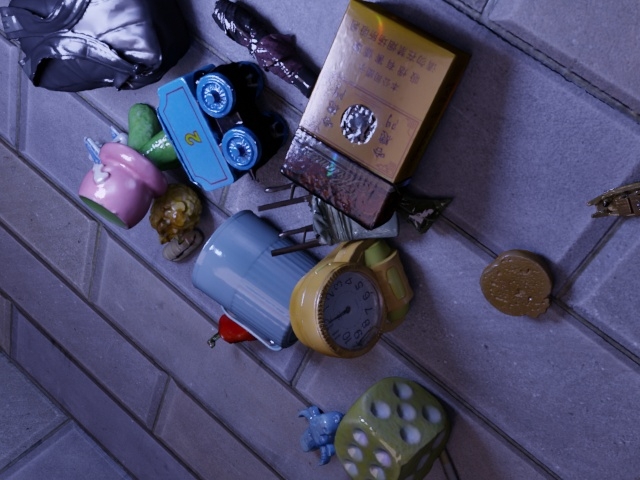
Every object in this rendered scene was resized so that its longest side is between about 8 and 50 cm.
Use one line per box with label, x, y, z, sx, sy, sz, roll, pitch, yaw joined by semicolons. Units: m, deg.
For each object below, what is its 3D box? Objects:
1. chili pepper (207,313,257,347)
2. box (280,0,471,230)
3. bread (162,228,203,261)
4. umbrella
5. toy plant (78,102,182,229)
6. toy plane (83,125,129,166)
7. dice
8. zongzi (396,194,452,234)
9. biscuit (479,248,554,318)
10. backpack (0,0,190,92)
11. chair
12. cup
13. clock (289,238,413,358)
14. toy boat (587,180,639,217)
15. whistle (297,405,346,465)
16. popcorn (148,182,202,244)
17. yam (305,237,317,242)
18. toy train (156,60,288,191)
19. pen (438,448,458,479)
chili pepper;-0.208;0.251;2.209;0.387;0.110;0.110;-19;103;39
box;0.107;-0.259;1.544;0.264;0.116;0.415;34;116;17
bread;-0.440;0.022;2.288;0.214;0.053;0.073;-29;100;45
umbrella;-0.126;-0.450;1.709;0.326;0.094;0.090;43;149;10
toy plant;-0.482;-0.204;2.006;0.317;0.356;0.211;20;152;32
toy plane;-0.626;-0.229;2.236;0.267;0.122;0.267;23;131;29
dice;0.190;0.526;1.944;0.227;0.233;0.238;36;132;27
zongzi;0.232;-0.089;1.673;0.109;0.055;0.119;45;124;14
biscuit;0.445;0.096;1.615;0.170;0.050;0.170;16;127;22
backpack;-0.583;-0.537;1.839;0.445;0.255;0.363;-15;109;21
chair;0.024;-0.076;1.778;0.319;0.186;0.160;-12;109;8
cup;-0.160;0.137;1.965;0.311;0.257;0.331;34;108;16
clock;0.066;0.147;1.768;0.200;0.317;0.244;-9;111;49
toy boat;0.605;-0.075;1.358;0.206;0.072;0.064;-12;106;42
whistle;0.000;0.595;2.258;0.269;0.093;0.180;-52;56;45
popcorn;-0.428;-0.079;2.132;0.180;0.180;0.170;-33;88;46
yam;0.000;0.000;1.935;0.116;0.021;0.021;-10;109;41
toy train;-0.247;-0.287;1.827;0.265;0.188;0.300;-15;108;33
pen;0.369;0.673;2.050;0.040;0.032;0.233;7;121;64
